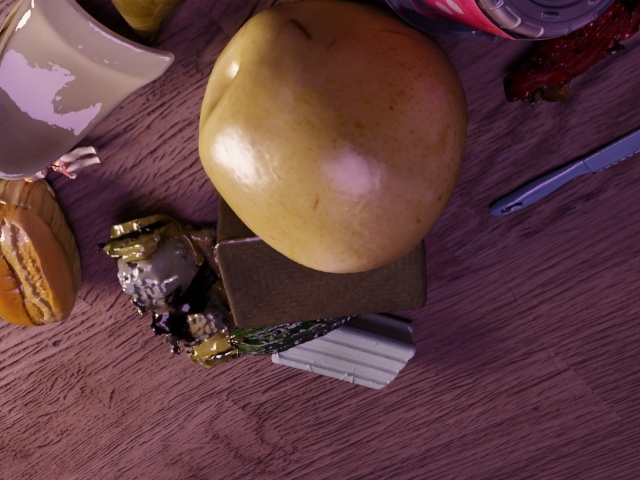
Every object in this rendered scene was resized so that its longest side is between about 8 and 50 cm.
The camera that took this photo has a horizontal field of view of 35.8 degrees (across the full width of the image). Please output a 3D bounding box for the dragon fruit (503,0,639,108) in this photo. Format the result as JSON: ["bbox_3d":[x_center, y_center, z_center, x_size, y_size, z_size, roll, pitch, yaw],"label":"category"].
[{"bbox_3d":[0.283,-0.225,1.151,0.122,0.092,0.192,28,128,-26],"label":"dragon fruit"}]

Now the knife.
[{"bbox_3d":[0.367,-0.103,1.330,0.313,0.019,0.044,-29,136,25],"label":"knife"}]

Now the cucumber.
[{"bbox_3d":[-0.007,0.105,1.436,0.265,0.077,0.077,-28,133,-5],"label":"cucumber"}]

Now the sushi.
[{"bbox_3d":[-0.191,0.070,1.420,0.139,0.131,0.291,-17,125,19],"label":"sushi"}]

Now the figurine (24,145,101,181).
[{"bbox_3d":[-0.342,-0.105,1.299,0.109,0.047,0.064,-10,131,4],"label":"figurine"}]

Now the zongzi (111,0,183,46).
[{"bbox_3d":[-0.148,-0.271,1.045,0.228,0.115,0.256,25,148,28],"label":"zongzi"}]

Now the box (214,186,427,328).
[{"bbox_3d":[0.000,-0.002,1.339,0.273,0.143,0.184,-7,135,5],"label":"box"}]

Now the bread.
[{"bbox_3d":[-0.416,0.022,1.383,0.140,0.106,0.236,-2,134,4],"label":"bread"}]

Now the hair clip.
[{"bbox_3d":[-0.323,-0.182,1.186,0.172,0.113,0.282,31,113,-28],"label":"hair clip"}]

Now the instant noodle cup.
[{"bbox_3d":[0.188,-0.300,0.950,0.302,0.181,0.258,31,101,-32],"label":"instant noodle cup"}]

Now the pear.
[{"bbox_3d":[0.013,-0.121,1.112,0.309,0.309,0.309,0,135,0],"label":"pear"}]

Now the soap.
[{"bbox_3d":[0.035,0.159,1.550,0.198,0.066,0.119,17,134,-17],"label":"soap"}]

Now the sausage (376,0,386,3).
[{"bbox_3d":[0.011,-0.332,1.037,0.270,0.109,0.109,27,129,-25],"label":"sausage"}]
